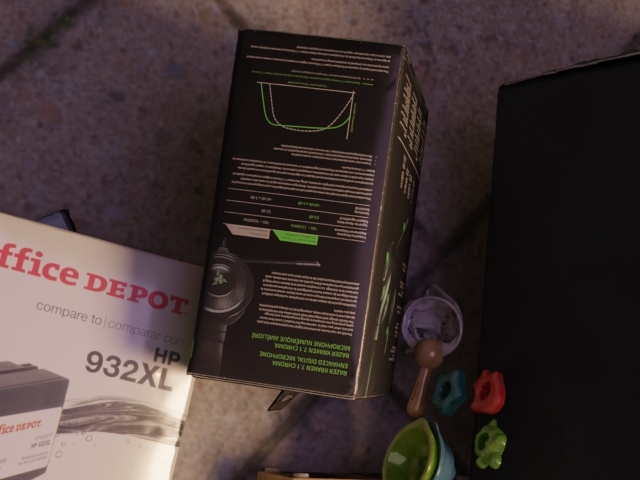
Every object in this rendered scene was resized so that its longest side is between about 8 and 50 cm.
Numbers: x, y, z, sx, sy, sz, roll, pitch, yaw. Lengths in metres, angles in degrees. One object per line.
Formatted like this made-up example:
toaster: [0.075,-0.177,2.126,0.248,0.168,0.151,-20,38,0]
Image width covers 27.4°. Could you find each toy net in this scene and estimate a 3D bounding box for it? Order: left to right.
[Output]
toy net: [0.103,0.116,1.153,0.045,0.122,0.232,23,42,-25]

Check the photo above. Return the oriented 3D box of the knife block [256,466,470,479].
knife block: [0.013,0.324,1.149,0.275,0.088,0.242,5,84,-23]

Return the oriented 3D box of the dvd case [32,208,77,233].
dvd case: [-0.286,0.104,1.075,0.253,0.022,0.180,-26,96,-23]

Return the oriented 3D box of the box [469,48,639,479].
box: [0.407,0.115,1.182,0.471,0.297,0.480,11,81,-36]

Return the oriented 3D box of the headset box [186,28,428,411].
headset box: [0.000,0.000,1.066,0.131,0.246,0.283,7,86,10]

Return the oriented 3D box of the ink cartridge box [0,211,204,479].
ink cartridge box: [-0.229,0.145,1.013,0.223,0.129,0.308,17,79,-22]
